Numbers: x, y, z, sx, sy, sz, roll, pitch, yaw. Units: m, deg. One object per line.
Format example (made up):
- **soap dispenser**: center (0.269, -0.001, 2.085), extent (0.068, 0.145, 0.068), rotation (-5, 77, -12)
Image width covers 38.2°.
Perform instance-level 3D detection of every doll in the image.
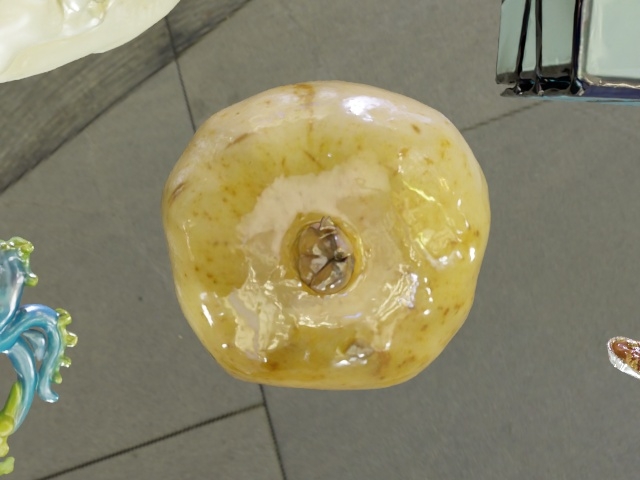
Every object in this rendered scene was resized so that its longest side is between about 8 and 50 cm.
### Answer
- **doll**: center (-0.455, 0.118, 1.098), extent (0.099, 0.346, 0.341), rotation (13, 87, 42)

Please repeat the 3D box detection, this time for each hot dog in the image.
- **hot dog**: center (0.637, 0.237, 1.761), extent (0.192, 0.053, 0.099), rotation (27, 35, 20)

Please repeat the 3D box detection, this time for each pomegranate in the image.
- **pomegranate**: center (0.000, 0.000, 0.906), extent (0.342, 0.342, 0.342), rotation (-5, 67, 12)

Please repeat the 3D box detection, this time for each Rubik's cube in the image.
- **Rubik's cube**: center (0.347, -0.273, 0.908), extent (0.283, 0.288, 0.293), rotation (1, 100, -5)

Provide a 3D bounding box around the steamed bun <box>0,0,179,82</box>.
- **steamed bun**: center (-0.172, -0.304, 0.624), extent (0.346, 0.237, 0.394), rotation (3, 99, 39)
